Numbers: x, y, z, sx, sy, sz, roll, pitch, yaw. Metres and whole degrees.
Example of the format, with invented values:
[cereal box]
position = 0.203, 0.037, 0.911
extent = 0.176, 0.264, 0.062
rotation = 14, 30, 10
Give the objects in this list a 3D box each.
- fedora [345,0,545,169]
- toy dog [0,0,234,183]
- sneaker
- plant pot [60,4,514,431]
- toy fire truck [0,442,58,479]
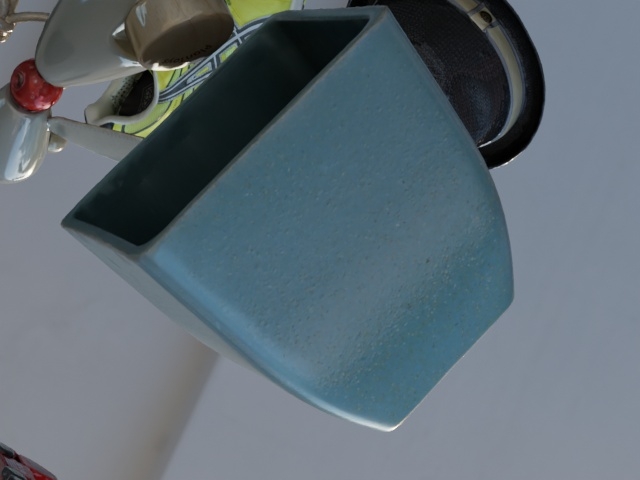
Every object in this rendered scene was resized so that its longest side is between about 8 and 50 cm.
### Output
[fedora]
position = 0.144, -0.223, 2.352
extent = 0.334, 0.152, 0.334
rotation = 18, 126, 26
[toy dog]
position = -0.164, -0.168, 1.413
extent = 0.161, 0.220, 0.333
rotation = -2, 172, -42
[sneaker]
position = -0.153, -0.253, 2.127
extent = 0.145, 0.385, 0.147
rotation = 41, -164, 31
[plant pot]
position = 0.000, 0.000, 1.267
extent = 0.252, 0.248, 0.247
rotation = 48, 169, -19
[toy fire truck]
position = -0.185, 0.217, 1.235
extent = 0.135, 0.047, 0.192
rotation = 33, 178, -21
